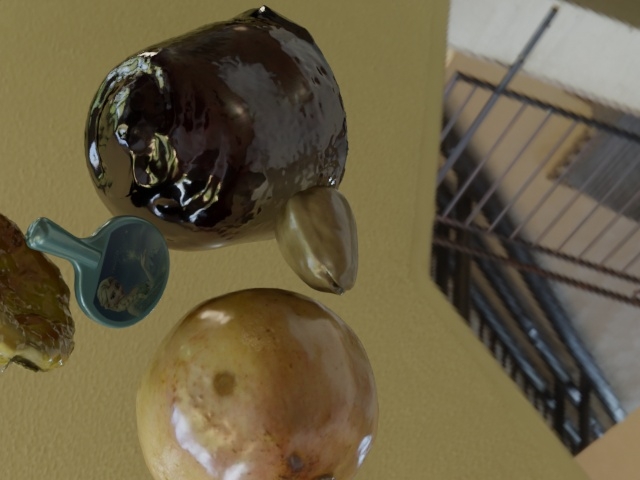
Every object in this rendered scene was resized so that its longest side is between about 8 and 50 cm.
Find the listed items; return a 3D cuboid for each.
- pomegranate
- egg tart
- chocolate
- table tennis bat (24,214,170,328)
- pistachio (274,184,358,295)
[{"bbox_3d":[-0.072,0.236,1.325,0.338,0.338,0.338,12,-129,-15],"label":"pomegranate"},{"bbox_3d":[-0.459,0.050,1.309,0.341,0.132,0.341,48,-174,-7],"label":"egg tart"},{"bbox_3d":[-0.187,-0.146,1.550,0.331,0.384,0.384,-19,-116,-42],"label":"chocolate"},{"bbox_3d":[-0.276,0.027,1.300,0.038,0.237,0.149,16,-101,38],"label":"table tennis bat"},{"bbox_3d":[0.000,0.000,1.359,0.126,0.108,0.185,49,-162,-34],"label":"pistachio"}]
